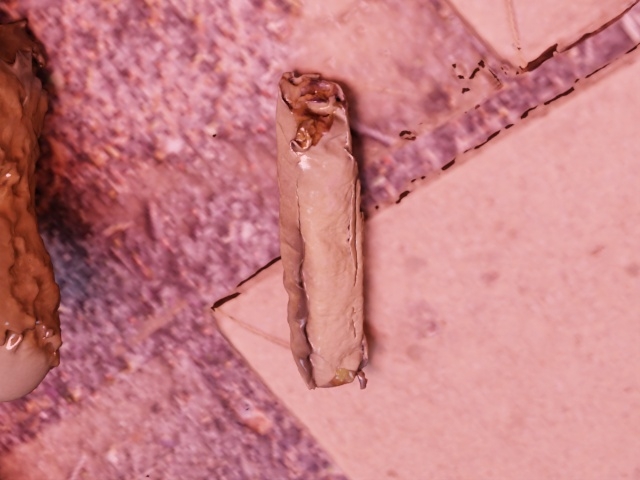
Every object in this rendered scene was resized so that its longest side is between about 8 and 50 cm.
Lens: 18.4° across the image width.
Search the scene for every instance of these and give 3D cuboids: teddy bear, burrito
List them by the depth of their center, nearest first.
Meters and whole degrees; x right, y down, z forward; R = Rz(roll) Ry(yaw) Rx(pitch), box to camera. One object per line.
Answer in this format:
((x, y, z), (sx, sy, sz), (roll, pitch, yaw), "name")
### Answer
((0.000, 0.000, 1.035), (0.045, 0.041, 0.185), (-14, 124, -19), "burrito")
((-0.265, -0.045, 1.036), (0.256, 0.156, 0.267), (-6, 124, 26), "teddy bear")
